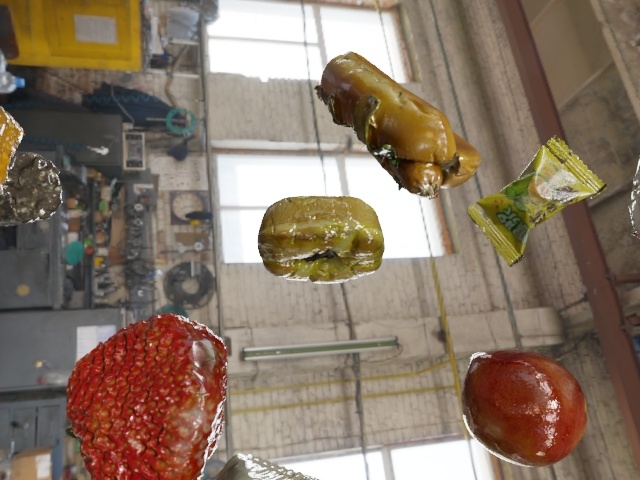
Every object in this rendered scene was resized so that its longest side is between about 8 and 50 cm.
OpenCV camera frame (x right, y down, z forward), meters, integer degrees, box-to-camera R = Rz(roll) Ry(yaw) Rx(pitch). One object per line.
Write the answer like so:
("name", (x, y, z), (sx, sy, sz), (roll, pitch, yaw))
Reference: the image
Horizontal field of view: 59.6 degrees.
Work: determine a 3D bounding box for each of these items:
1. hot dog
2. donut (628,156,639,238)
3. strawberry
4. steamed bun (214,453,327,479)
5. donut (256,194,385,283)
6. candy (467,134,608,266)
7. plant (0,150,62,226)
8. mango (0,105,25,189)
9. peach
("hot dog", (0.063, -0.111, 0.529), (0.072, 0.109, 0.269), (-49, -150, 15))
("donut", (0.653, -0.131, 0.878), (0.382, 0.142, 0.383), (24, 90, -89))
("strawberry", (-0.265, 0.275, 0.948), (0.351, 0.267, 0.312), (-46, -120, 32))
("steamed bun", (0.002, 0.487, 0.841), (0.247, 0.383, 0.236), (139, -32, -81))
("donut", (0.000, 0.000, 1.155), (0.208, 0.261, 0.128), (100, -8, -58))
("candy", (0.521, -0.097, 1.363), (0.187, 0.297, 0.081), (52, 4, 16))
("plant", (-0.524, -0.083, 0.902), (0.132, 0.194, 0.129), (-2, 96, -67))
("mango", (-0.355, -0.068, 0.445), (0.201, 0.199, 0.350), (68, -11, -12))
("peach", (0.531, 0.436, 1.504), (0.332, 0.308, 0.308), (41, -37, 17))
